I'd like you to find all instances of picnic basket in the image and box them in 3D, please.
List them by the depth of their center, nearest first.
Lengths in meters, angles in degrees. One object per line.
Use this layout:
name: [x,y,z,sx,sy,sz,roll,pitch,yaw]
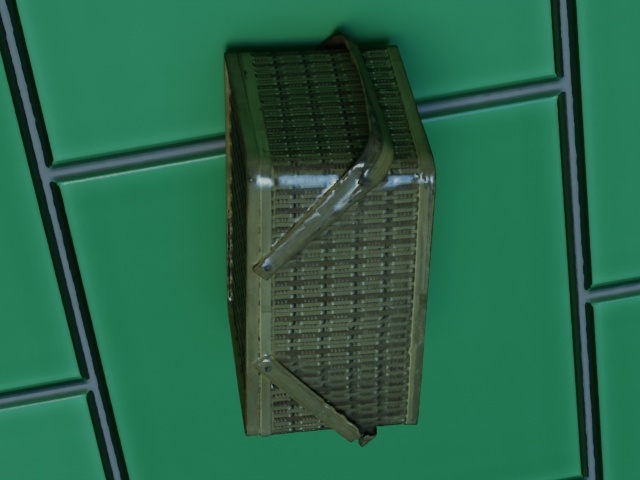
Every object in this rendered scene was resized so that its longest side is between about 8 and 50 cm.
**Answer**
picnic basket: [0.000,0.000,0.882,0.079,0.115,0.164,-3,124,-8]
